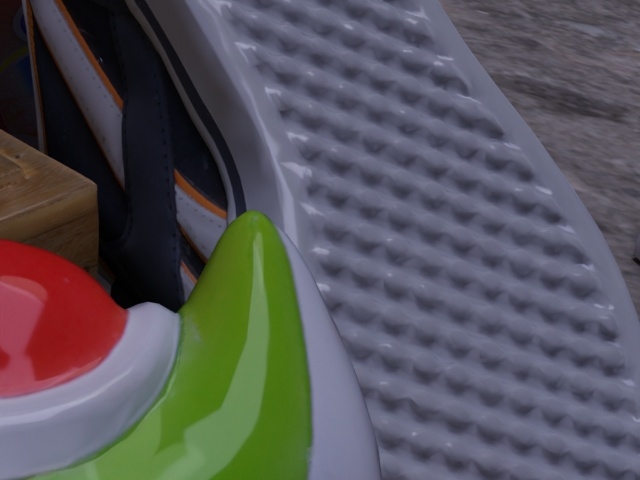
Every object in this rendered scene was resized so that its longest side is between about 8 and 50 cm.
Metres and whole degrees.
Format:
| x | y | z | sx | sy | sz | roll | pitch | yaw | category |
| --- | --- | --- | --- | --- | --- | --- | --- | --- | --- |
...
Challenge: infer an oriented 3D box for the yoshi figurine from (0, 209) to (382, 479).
| x | y | z | sx | sy | sz | roll | pitch | yaw | category |
| --- | --- | --- | --- | --- | --- | --- | --- | --- | --- |
| -0.115 | 0.098 | 0.363 | 0.362 | 0.203 | 0.203 | 26 | 35 | -14 | yoshi figurine |

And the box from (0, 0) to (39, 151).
| x | y | z | sx | sy | sz | roll | pitch | yaw | category |
| --- | --- | --- | --- | --- | --- | --- | --- | --- | --- |
| -0.113 | -0.173 | 0.814 | 0.154 | 0.142 | 0.300 | -7 | 48 | -13 | box |

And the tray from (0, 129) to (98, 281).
| x | y | z | sx | sy | sz | roll | pitch | yaw | category |
| --- | --- | --- | --- | --- | --- | --- | --- | --- | --- |
| -0.281 | 0.034 | 0.488 | 0.203 | 0.076 | 0.411 | 29 | 36 | 34 | tray |

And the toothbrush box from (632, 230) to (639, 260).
| x | y | z | sx | sy | sz | roll | pitch | yaw | category |
| --- | --- | --- | --- | --- | --- | --- | --- | --- | --- |
| 0.282 | -0.020 | 0.732 | 0.126 | 0.216 | 0.295 | -4 | 32 | -30 | toothbrush box |

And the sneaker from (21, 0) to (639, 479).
| x | y | z | sx | sy | sz | roll | pitch | yaw | category |
| --- | --- | --- | --- | --- | --- | --- | --- | --- | --- |
| 0.000 | 0.000 | 0.597 | 0.126 | 0.127 | 0.321 | -14 | 71 | -31 | sneaker |
